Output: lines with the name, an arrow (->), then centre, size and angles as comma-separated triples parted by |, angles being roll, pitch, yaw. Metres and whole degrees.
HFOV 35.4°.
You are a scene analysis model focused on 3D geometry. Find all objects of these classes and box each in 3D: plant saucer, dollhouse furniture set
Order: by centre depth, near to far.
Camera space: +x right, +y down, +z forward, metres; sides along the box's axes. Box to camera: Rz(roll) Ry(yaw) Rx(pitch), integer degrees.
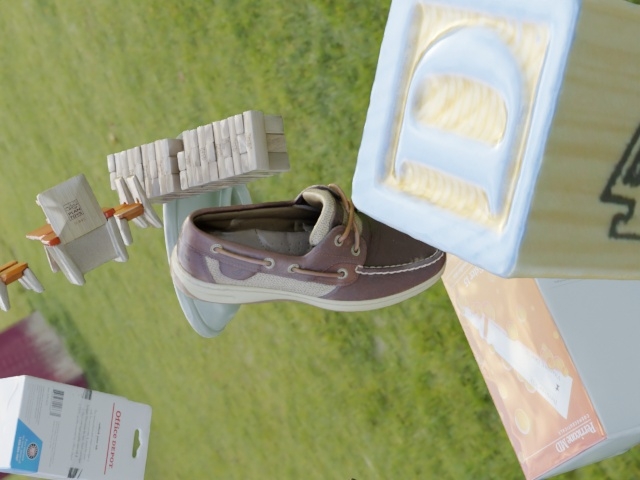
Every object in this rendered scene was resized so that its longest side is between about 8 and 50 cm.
dollhouse furniture set -> -0.369, -0.019, 1.452 | 0.259, 0.262, 0.135 | 3, 120, 64
plant saucer -> -0.193, -0.016, 1.937 | 0.400, 0.100, 0.401 | -6, -90, -81

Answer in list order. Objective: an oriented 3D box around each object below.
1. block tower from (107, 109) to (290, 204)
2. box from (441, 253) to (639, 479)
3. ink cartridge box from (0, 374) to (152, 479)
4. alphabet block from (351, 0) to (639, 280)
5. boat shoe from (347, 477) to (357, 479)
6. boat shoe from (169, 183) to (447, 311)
block tower -> -0.193, -0.124, 1.586 | 0.335, 0.097, 0.091 | -10, 87, 41
box -> 0.315, 0.108, 1.314 | 0.215, 0.168, 0.345 | 119, 134, -58
ink cartridge box -> -0.289, 0.227, 1.167 | 0.060, 0.180, 0.104 | -15, 63, 41
alphabet block -> 0.168, -0.086, 0.752 | 0.192, 0.197, 0.194 | 30, 112, 50
boat shoe -> 0.103, 0.502, 1.808 | 0.073, 0.073, 0.207 | 26, -162, -41
boat shoe -> 0.000, 0.000, 1.172 | 0.123, 0.341, 0.123 | 109, 156, -47
